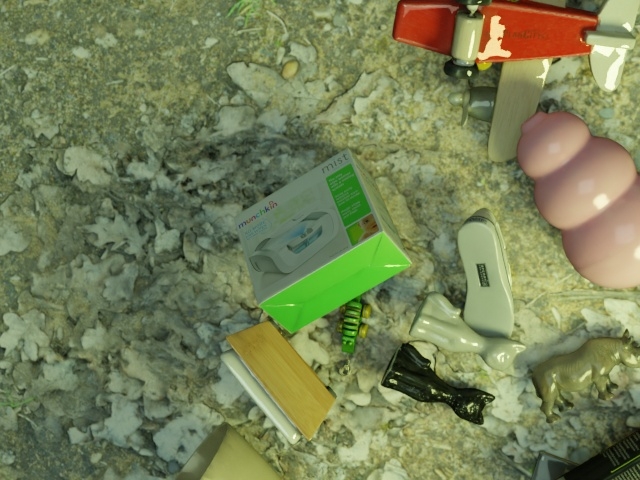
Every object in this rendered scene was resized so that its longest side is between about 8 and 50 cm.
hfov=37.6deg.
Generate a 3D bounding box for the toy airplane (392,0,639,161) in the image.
[{"bbox_3d":[0.346,-0.378,1.617,0.386,0.272,0.384,-43,121,5],"label":"toy airplane"}]

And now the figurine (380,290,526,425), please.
[{"bbox_3d":[0.248,0.225,1.733,0.209,0.092,0.215,26,121,3],"label":"figurine"}]

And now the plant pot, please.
[{"bbox_3d":[-0.147,0.534,1.813,0.274,0.256,0.256,37,102,-7],"label":"plant pot"}]

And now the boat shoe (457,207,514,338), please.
[{"bbox_3d":[0.305,0.069,1.722,0.096,0.088,0.267,-5,114,28],"label":"boat shoe"}]

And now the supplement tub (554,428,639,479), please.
[{"bbox_3d":[0.564,0.431,1.614,0.316,0.193,0.193,-34,85,8],"label":"supplement tub"}]

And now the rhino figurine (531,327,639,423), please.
[{"bbox_3d":[0.496,0.232,1.694,0.243,0.073,0.106,-28,90,13],"label":"rhino figurine"}]

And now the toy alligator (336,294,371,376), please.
[{"bbox_3d":[0.057,0.178,1.814,0.056,0.051,0.189,11,97,14],"label":"toy alligator"}]

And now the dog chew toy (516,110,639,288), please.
[{"bbox_3d":[0.460,-0.080,1.598,0.206,0.206,0.332,-40,92,14],"label":"dog chew toy"}]

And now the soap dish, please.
[{"bbox_3d":[-0.071,0.258,1.746,0.118,0.291,0.229,-40,83,-5],"label":"soap dish"}]

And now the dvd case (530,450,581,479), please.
[{"bbox_3d":[0.490,0.504,1.742,0.221,0.018,0.164,18,98,12],"label":"dvd case"}]

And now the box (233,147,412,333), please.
[{"bbox_3d":[0.000,0.000,1.720,0.262,0.127,0.231,-30,48,13],"label":"box"}]
